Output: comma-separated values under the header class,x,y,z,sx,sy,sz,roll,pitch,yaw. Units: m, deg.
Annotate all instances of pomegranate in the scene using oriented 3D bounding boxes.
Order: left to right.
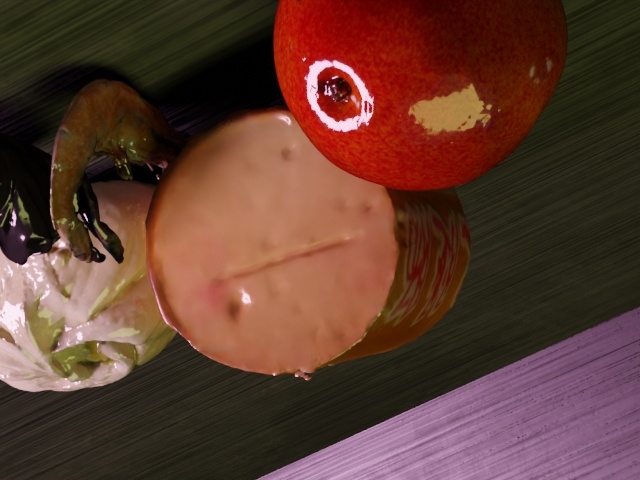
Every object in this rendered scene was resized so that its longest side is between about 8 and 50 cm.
class,x,y,z,sx,sy,sz,roll,pitch,yaw
pomegranate,0.085,-0.155,1.051,0.257,0.221,0.221,-44,174,-31

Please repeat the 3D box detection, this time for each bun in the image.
class,x,y,z,sx,sy,sz,roll,pitch,yaw
bun,-0.227,0.060,1.363,0.259,0.160,0.259,-22,163,-7

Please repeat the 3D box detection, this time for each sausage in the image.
class,x,y,z,sx,sy,sz,roll,pitch,yaw
sausage,0.000,0.000,1.268,0.233,0.233,0.287,-27,172,14

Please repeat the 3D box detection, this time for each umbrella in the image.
class,x,y,z,sx,sy,sz,roll,pitch,yaw
umbrella,-0.292,-0.064,1.046,0.118,0.118,0.340,-24,159,7

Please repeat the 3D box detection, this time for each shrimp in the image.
class,x,y,z,sx,sy,sz,roll,pitch,yaw
shrimp,-0.164,-0.052,1.179,0.046,0.152,0.219,10,178,21
